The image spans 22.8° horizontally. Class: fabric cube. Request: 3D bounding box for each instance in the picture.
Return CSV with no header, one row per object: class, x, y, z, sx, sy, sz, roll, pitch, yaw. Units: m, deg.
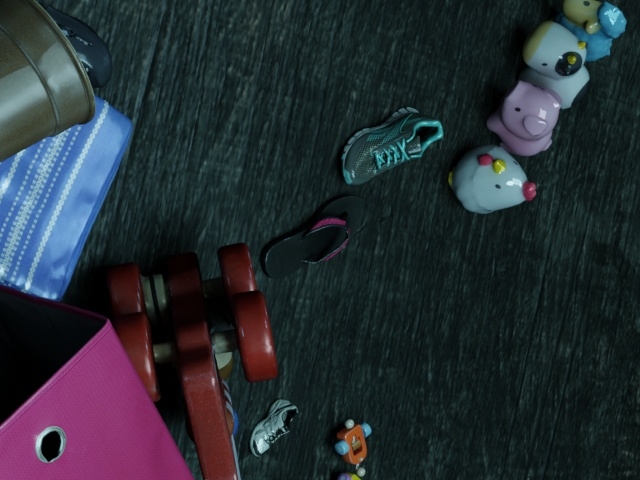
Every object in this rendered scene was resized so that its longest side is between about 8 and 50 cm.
fabric cube,-0.324,0.231,1.648,0.254,0.259,0.258,-44,127,-30

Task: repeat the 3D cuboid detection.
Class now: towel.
towel,-0.360,-0.096,1.698,0.336,0.040,0.243,33,75,-42

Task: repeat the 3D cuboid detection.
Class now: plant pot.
plant pot,-0.341,-0.144,1.592,0.165,0.167,0.167,-39,124,-24

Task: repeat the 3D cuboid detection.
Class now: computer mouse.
computer mouse,-0.305,-0.244,1.704,0.242,0.041,0.071,38,52,-40

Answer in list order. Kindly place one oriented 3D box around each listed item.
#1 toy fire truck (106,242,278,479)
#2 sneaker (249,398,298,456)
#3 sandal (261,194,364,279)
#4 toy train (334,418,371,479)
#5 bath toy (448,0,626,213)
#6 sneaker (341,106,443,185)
toy fire truck,-0.137,0.157,1.816,0.169,0.302,0.254,-11,116,-5
sneaker,-0.060,0.244,2.059,0.032,0.037,0.083,45,70,-42
sandal,0.000,0.000,2.061,0.179,0.040,0.067,-33,120,-34
toy train,0.008,0.319,2.137,0.166,0.046,0.125,-37,121,-36
bath toy,0.309,-0.187,2.257,0.151,0.129,0.348,47,67,-39
sneaker,0.097,-0.125,2.102,0.166,0.076,0.065,-39,123,-31
